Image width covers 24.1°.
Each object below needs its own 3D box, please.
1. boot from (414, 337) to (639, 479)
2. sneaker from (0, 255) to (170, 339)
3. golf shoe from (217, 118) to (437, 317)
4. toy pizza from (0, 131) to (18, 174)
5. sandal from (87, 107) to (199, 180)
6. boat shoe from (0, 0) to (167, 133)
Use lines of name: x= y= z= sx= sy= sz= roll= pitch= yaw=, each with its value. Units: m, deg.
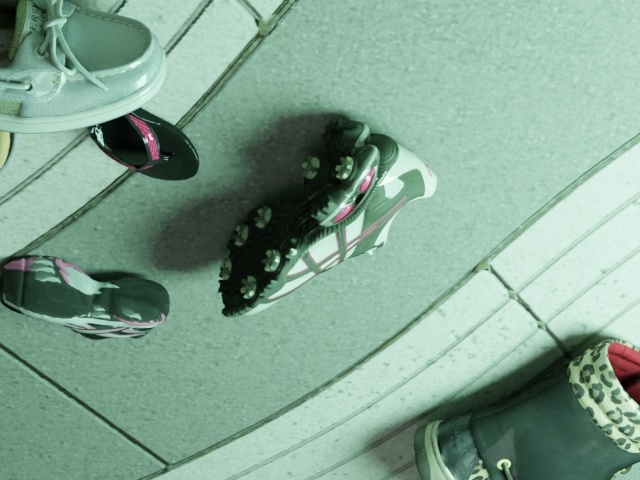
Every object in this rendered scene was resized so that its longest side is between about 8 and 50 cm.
boot: x=0.330 y=0.272 z=1.799 sx=0.284 sy=0.138 sz=0.377 roll=-35 pitch=124 yaw=29
sneaker: x=-0.254 y=0.075 z=1.580 sx=0.178 sy=0.072 sz=0.077 roll=15 pitch=145 yaw=-12
golf shoe: x=0.000 y=0.000 z=1.496 sx=0.120 sy=0.105 sz=0.273 roll=20 pitch=133 yaw=-34
toy pizza: x=-0.385 y=-0.101 z=1.402 sx=0.201 sy=0.032 sz=0.201 roll=-2 pitch=137 yaw=-2
sandal: x=-0.187 y=-0.101 z=1.412 sx=0.067 sy=0.040 sz=0.179 roll=-31 pitch=131 yaw=26
boat shoe: x=-0.291 y=-0.171 z=1.276 sx=0.320 sy=0.118 sz=0.103 roll=7 pitch=141 yaw=-2
